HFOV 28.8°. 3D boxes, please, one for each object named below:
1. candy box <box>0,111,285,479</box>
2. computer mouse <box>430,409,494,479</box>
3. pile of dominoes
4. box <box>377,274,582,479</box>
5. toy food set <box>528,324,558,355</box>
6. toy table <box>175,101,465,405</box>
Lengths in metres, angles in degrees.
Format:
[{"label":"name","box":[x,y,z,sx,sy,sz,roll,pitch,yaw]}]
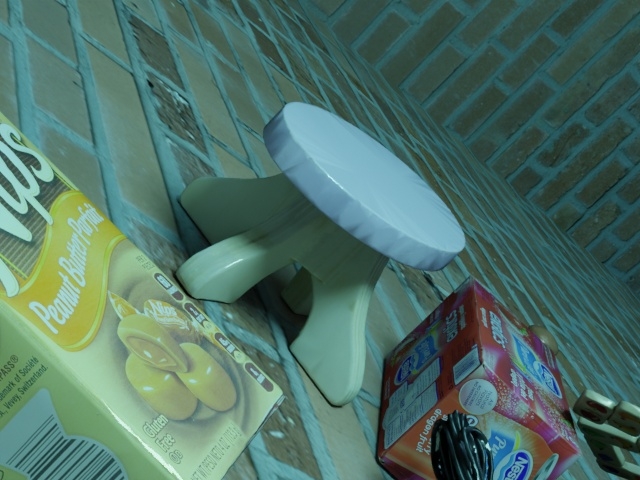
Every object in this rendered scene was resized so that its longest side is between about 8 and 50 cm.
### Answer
[{"label":"candy box","box":[-0.174,0.025,0.678,0.316,0.087,0.183,45,14,0]},{"label":"computer mouse","box":[0.163,0.269,0.944,0.272,0.072,0.188,49,12,-23]},{"label":"pile of dominoes","box":[0.326,0.210,1.056,0.251,0.040,0.196,16,-23,35]},{"label":"box","box":[0.141,0.146,1.145,0.122,0.128,0.257,43,14,-7]},{"label":"toy food set","box":[0.261,0.139,1.621,0.128,0.071,0.218,44,14,-3]},{"label":"toy table","box":[0.000,0.000,1.096,0.274,0.161,0.252,25,25,-52]}]
